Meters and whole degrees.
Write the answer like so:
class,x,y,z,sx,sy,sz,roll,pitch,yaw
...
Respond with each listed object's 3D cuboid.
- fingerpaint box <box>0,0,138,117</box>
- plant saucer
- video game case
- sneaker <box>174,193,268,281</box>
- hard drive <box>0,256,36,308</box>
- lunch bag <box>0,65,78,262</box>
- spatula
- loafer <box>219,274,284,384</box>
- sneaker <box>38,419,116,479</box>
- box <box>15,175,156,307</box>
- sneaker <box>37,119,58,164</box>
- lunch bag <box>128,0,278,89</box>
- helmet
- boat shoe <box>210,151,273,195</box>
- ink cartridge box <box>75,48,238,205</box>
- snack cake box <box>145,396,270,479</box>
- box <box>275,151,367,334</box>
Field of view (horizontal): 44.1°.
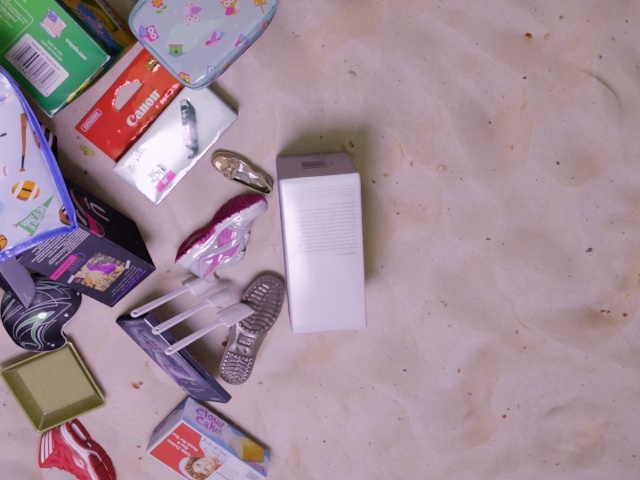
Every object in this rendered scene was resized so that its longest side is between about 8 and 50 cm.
class,x,y,z,sx,sy,sz,roll,pitch,yaw
fingerpaint box,-0.560,-0.469,1.437,0.163,0.371,0.445,-41,107,9
plant saucer,-0.630,0.341,1.879,0.188,0.045,0.188,-23,109,3
video game case,-0.340,0.272,1.818,0.274,0.196,0.026,49,61,-18
sneaker,-0.206,-0.005,1.778,0.252,0.103,0.111,-39,112,15
hard drive,-0.672,0.019,1.596,0.054,0.172,0.255,-46,151,-25
lunch bag,-0.618,-0.193,1.342,0.238,0.327,0.386,-31,138,-29
spatula,-0.285,0.155,1.734,0.168,0.242,0.019,42,134,21
loafer,-0.168,0.203,1.854,0.101,0.092,0.269,25,89,-11
sneaker,-0.604,0.549,1.945,0.128,0.087,0.221,-27,97,13
box,-0.499,-0.001,1.652,0.143,0.165,0.270,-40,142,8
sneaker,-0.720,-0.081,1.662,0.257,0.169,0.448,37,99,-14
lunch bag,-0.234,-0.463,1.590,0.224,0.108,0.279,44,89,-5
helmet,-0.617,0.149,1.748,0.169,0.169,0.162,12,129,-9
boat shoe,-0.173,-0.147,1.752,0.153,0.048,0.056,32,103,-15
ink cartridge box,-0.353,-0.252,1.696,0.239,0.060,0.275,41,101,-18
snack cake box,-0.273,0.522,1.936,0.264,0.089,0.152,39,115,-16
box,0.000,0.000,1.730,0.168,0.215,0.346,-5,110,-4
